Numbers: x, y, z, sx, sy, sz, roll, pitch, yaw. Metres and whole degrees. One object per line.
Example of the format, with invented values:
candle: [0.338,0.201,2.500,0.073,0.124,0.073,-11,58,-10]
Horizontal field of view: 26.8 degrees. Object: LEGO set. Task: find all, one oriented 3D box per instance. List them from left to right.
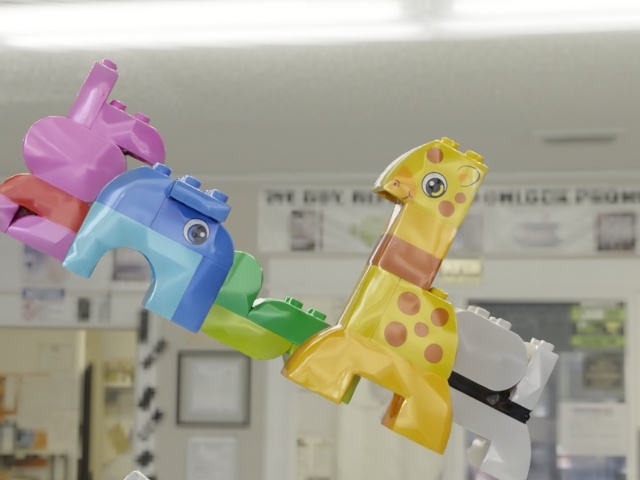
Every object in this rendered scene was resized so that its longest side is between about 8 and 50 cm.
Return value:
LEGO set: [0.000,0.000,0.457,0.227,0.093,0.087,28,-4,-10]

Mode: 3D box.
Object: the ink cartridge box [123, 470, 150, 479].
ink cartridge box: [-0.078,0.222,0.666,0.082,0.139,0.191,43,-8,41]
